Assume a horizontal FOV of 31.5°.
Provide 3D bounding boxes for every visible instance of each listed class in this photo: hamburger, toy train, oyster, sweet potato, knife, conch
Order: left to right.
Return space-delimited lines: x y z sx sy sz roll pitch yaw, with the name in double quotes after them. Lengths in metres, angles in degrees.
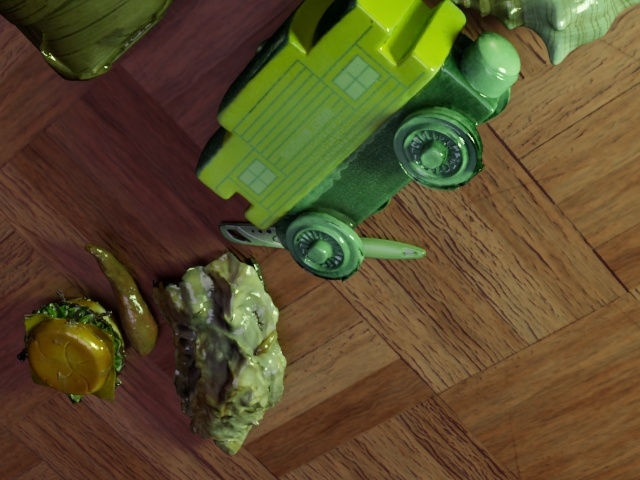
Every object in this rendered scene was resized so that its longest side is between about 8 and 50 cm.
-0.368 0.162 1.721 0.164 0.093 0.190 21 123 2 "hamburger"
-0.288 0.082 1.674 0.050 0.050 0.214 -8 123 18 "sweet potato"
-0.147 0.186 1.680 0.201 0.107 0.355 1 123 17 "oyster"
0.000 -0.001 1.572 0.293 0.020 0.043 5 125 11 "knife"
0.030 -0.142 1.355 0.272 0.179 0.442 40 135 -9 "toy train"
0.260 -0.270 1.265 0.234 0.114 0.137 16 96 13 "conch"

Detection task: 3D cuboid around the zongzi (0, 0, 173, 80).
-0.259 -0.453 1.174 0.467 0.218 0.500 -35 137 16 "zongzi"
